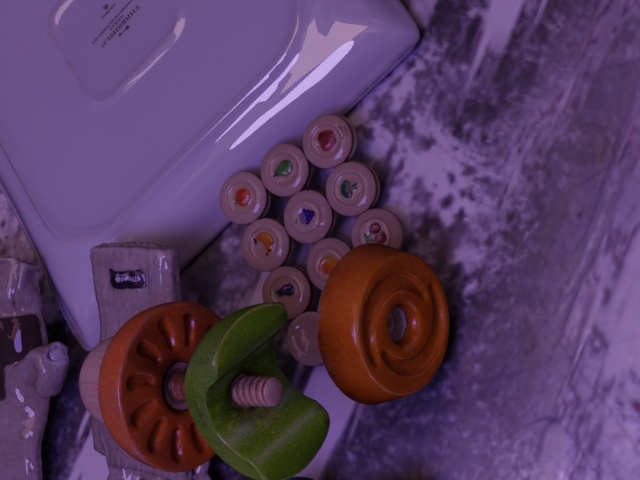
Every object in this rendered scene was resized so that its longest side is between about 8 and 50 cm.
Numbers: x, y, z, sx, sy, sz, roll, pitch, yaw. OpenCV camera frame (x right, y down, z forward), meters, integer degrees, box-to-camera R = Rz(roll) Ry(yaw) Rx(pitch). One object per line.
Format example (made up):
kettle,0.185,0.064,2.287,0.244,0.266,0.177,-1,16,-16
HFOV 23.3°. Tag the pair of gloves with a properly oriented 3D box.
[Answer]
pair of gloves,-0.176,0.106,1.108,0.240,0.042,0.204,-7,92,34

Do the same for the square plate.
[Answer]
square plate,-0.143,-0.154,1.152,0.347,0.049,0.344,-43,62,17

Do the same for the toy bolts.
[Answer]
toy bolts,-0.027,0.121,0.980,0.158,0.218,0.228,-1,113,44

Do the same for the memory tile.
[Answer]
memory tile,0.000,0.000,1.039,0.113,0.012,0.148,-32,76,20
